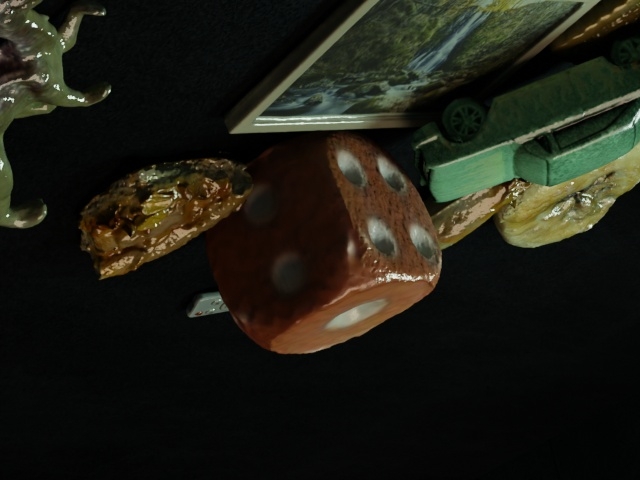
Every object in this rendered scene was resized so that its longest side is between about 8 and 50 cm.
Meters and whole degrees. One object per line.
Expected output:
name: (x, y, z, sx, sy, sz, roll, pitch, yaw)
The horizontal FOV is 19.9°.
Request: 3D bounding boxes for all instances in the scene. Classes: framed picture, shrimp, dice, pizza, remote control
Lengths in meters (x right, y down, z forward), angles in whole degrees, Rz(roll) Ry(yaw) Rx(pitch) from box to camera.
framed picture: (0.092, -0.173, 1.693, 0.324, 0.020, 0.240, -4, 152, -47)
shrimp: (0.174, -0.040, 2.112, 0.294, 0.062, 0.154, -33, 172, 32)
dice: (0.000, 0.000, 1.812, 0.175, 0.179, 0.174, -30, 162, 29)
pizza: (-0.152, -0.030, 1.715, 0.182, 0.062, 0.161, -23, 156, 1)
remote control: (-0.069, 0.058, 2.122, 0.184, 0.027, 0.050, -9, 156, -27)

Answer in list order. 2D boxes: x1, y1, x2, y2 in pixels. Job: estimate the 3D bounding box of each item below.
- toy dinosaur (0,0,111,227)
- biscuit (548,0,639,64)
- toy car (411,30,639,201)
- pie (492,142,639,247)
toy dinosaur: (-0.251, -0.103, 1.376, 0.162, 0.077, 0.294, -3, 138, -40)
biscuit: (0.354, -0.243, 1.815, 0.254, 0.029, 0.172, -33, 161, 26)
toy car: (0.249, -0.120, 1.830, 0.320, 0.097, 0.141, -21, 163, 0)
pie: (0.295, -0.062, 2.207, 0.185, 0.052, 0.218, -5, 152, -34)
